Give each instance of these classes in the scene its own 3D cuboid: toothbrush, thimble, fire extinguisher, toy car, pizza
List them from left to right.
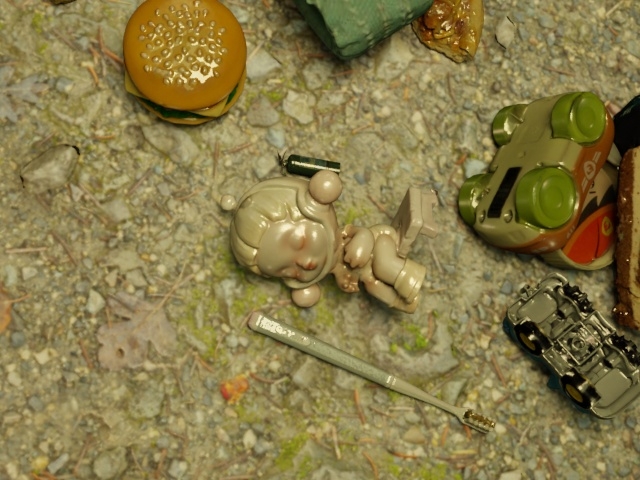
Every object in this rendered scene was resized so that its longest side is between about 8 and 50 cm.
[{"bbox_3d":[-0.018,-0.093,0.960,0.083,0.025,0.038,11,104,-8],"label":"fire extinguisher"},{"bbox_3d":[0.026,-0.337,0.909,0.143,0.198,0.235,-34,49,4],"label":"thimble"},{"bbox_3d":[0.067,0.168,0.938,0.342,0.030,0.025,25,75,-4],"label":"toothbrush"},{"bbox_3d":[0.151,-0.356,1.004,0.127,0.058,0.247,-17,83,-10],"label":"pizza"},{"bbox_3d":[0.321,-0.064,0.970,0.235,0.145,0.235,-1,92,-27],"label":"toy car"},{"bbox_3d":[0.320,0.138,0.956,0.097,0.100,0.191,-36,70,-11],"label":"toy car"}]

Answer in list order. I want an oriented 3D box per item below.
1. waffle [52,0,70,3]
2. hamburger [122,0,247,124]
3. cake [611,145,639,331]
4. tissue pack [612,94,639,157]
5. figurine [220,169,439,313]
[{"bbox_3d":[-0.278,-0.445,0.946,0.247,0.055,0.221,-28,88,-12],"label":"waffle"},{"bbox_3d":[-0.165,-0.223,0.906,0.161,0.115,0.162,1,83,-8],"label":"hamburger"},{"bbox_3d":[0.454,-0.006,0.943,0.135,0.112,0.246,-13,107,-30],"label":"cake"},{"bbox_3d":[0.579,-0.134,0.870,0.253,0.416,0.264,-32,91,-9],"label":"tissue pack"},{"bbox_3d":[0.002,-0.011,0.889,0.256,0.182,0.145,14,65,-5],"label":"figurine"}]
